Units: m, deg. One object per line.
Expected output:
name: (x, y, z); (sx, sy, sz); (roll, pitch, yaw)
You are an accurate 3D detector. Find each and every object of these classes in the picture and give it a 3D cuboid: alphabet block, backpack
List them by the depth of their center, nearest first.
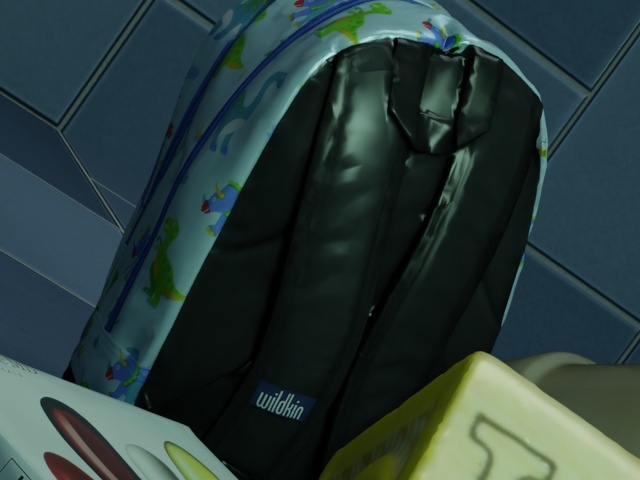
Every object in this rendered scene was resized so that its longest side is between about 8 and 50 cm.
alphabet block: (0.079, 0.205, 0.949); (0.197, 0.193, 0.192); (36, -33, -7)
backpack: (0.000, 0.000, 1.297); (0.290, 0.355, 0.273); (13, 29, -24)

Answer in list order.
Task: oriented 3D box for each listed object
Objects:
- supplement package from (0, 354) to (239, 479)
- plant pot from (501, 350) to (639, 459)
supplement package: (-0.091, 0.166, 0.760); (0.203, 0.149, 0.194); (40, 7, 36)
plant pot: (0.253, 0.205, 1.194); (0.323, 0.280, 0.323); (32, 49, -48)
